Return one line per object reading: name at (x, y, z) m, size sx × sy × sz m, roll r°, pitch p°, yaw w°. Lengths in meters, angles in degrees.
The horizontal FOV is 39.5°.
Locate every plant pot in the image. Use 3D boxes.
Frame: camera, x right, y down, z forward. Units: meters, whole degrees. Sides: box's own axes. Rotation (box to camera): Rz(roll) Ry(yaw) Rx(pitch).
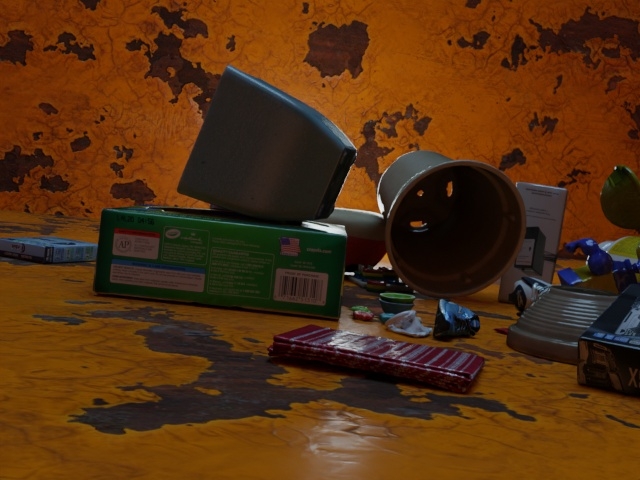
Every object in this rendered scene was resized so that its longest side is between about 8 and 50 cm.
plant pot at (0.280, -0.074, 2.147) m, size 0.333 × 0.334 × 0.305 m, roll 5°, pitch 20°, yaw -13°
plant pot at (-0.078, -0.153, 1.679) m, size 0.252 × 0.248 × 0.247 m, roll 25°, pitch 8°, yaw 9°
plant pot at (0.437, 0.137, 1.500) m, size 0.237 × 0.110 × 0.237 m, roll 5°, pitch 4°, yaw 0°

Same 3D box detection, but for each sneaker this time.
sneaker at (0.437, 0.125, 1.791) m, size 0.153 × 0.094 × 0.235 m, roll 7°, pitch 4°, yaw 32°
sneaker at (0.241, 0.137, 1.548) m, size 0.073 × 0.063 × 0.162 m, roll 11°, pitch 6°, yaw 20°

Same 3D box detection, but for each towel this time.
towel at (0.082, 0.158, 1.229) m, size 0.274 × 0.031 × 0.199 m, roll 9°, pitch 3°, yaw 15°

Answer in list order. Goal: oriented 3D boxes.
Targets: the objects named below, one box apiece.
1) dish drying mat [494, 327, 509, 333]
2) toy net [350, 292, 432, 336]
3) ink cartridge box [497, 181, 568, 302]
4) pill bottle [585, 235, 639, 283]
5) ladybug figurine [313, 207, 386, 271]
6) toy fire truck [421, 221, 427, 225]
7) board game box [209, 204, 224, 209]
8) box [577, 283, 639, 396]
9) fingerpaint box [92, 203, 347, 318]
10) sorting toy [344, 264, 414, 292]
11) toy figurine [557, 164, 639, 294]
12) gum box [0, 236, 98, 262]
dish drying mat at (0.365, 0.169, 1.660) m, size 0.083 × 0.008 × 0.032 m, roll 2°, pitch 4°, yaw -32°
toy net at (0.128, 0.129, 1.596) m, size 0.122 × 0.045 × 0.232 m, roll 6°, pitch 4°, yaw -9°
ink cartridge box at (0.523, 0.009, 2.190) m, size 0.121 × 0.289 × 0.211 m, roll 10°, pitch 5°, yaw 15°
pill bottle at (0.814, 0.087, 2.209) m, size 0.187 × 0.188 × 0.334 m, roll 5°, pitch 5°, yaw -19°
ladybug figurine at (0.000, 0.000, 2.320) m, size 0.449 × 0.162 × 0.305 m, roll 3°, pitch -2°, yaw -28°
toy fire truck at (0.307, 0.014, 2.474) m, size 0.246 × 0.217 × 0.158 m, roll 2°, pitch -28°, yaw 35°
board game box at (-0.185, -0.072, 1.879) m, size 0.090 × 0.020 × 0.090 m, roll 5°, pitch -1°, yaw -11°
box at (0.547, 0.152, 1.239) m, size 0.307 × 0.077 × 0.242 m, roll 9°, pitch 21°, yaw 35°
fingerpaint box at (-0.173, 0.027, 1.749) m, size 0.444 × 0.163 × 0.371 m, roll 6°, pitch 3°, yaw 1°
sorting toy at (0.148, 0.089, 2.196) m, size 0.132 × 0.046 × 0.274 m, roll 5°, pitch 4°, yaw -13°
toy figurine at (0.507, 0.075, 1.587) m, size 0.217 × 0.363 × 0.191 m, roll -21°, pitch 24°, yaw 9°
gum box at (-0.624, 0.020, 2.049) m, size 0.156 × 0.041 × 0.184 m, roll 8°, pitch 5°, yaw 27°
